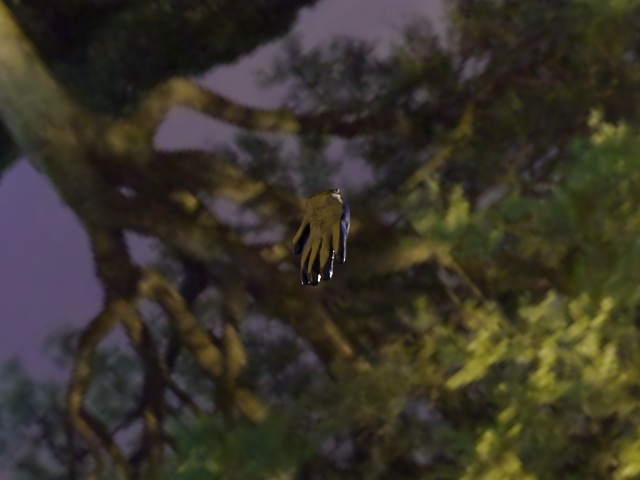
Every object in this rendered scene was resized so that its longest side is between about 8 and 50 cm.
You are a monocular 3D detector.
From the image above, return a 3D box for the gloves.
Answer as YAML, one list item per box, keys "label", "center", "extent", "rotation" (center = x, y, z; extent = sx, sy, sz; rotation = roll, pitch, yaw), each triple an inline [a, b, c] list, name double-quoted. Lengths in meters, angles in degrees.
- label: "gloves"
  center: [0.000, 0.000, 1.262]
  extent: [0.064, 0.026, 0.086]
  rotation: [-26, -124, 45]
